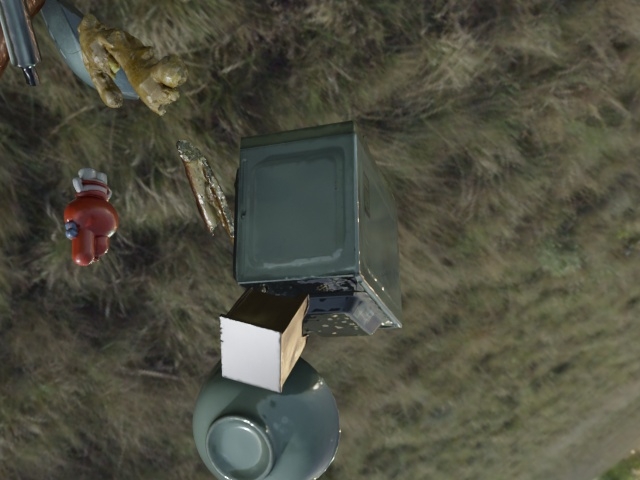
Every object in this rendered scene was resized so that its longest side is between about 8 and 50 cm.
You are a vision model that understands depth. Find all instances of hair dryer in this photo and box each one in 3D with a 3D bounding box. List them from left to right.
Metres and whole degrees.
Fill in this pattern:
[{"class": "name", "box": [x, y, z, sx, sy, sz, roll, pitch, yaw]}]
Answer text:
[{"class": "hair dryer", "box": [-0.465, -0.426, 1.092, 0.320, 0.156, 0.284, -55, 164, -43]}]

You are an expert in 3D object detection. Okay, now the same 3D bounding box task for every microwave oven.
[{"class": "microwave oven", "box": [0.000, 0.000, 1.187, 0.219, 0.286, 0.355, -5, 161, 16]}]

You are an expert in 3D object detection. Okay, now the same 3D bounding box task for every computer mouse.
[{"class": "computer mouse", "box": [-0.564, -0.452, 1.583, 0.090, 0.379, 0.167, -50, -174, -26]}]

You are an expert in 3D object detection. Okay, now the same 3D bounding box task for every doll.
[{"class": "doll", "box": [-0.649, -0.062, 1.972, 0.130, 0.290, 0.161, -13, 159, 25]}]

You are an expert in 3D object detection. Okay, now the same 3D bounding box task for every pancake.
[{"class": "pancake", "box": [-0.251, -0.098, 1.554, 0.056, 0.257, 0.212, -25, -176, -13]}]

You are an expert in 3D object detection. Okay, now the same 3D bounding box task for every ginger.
[{"class": "ginger", "box": [-0.271, -0.239, 0.954, 0.193, 0.176, 0.052, -29, -168, 49]}]

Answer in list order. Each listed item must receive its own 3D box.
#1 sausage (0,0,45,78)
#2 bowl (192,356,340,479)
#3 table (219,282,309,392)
[{"class": "sausage", "box": [-0.608, -0.359, 1.288, 0.094, 0.418, 0.094, 23, 143, -24]}, {"class": "bowl", "box": [-0.120, 0.347, 1.261, 0.289, 0.289, 0.146, -50, 171, 18]}, {"class": "table", "box": [-0.059, 0.101, 0.758, 0.082, 0.070, 0.083, -53, 151, -54]}]
